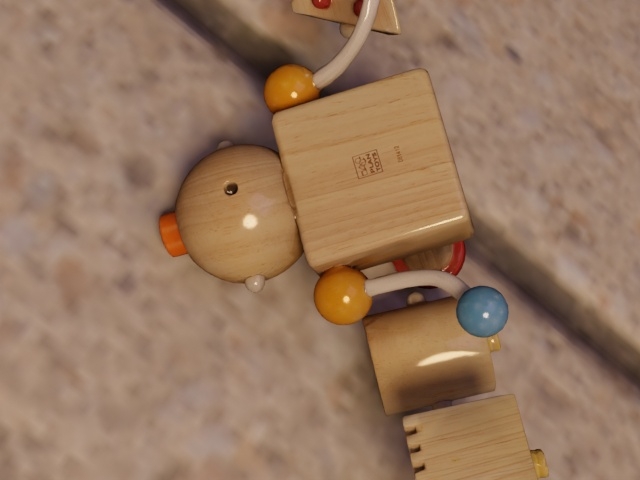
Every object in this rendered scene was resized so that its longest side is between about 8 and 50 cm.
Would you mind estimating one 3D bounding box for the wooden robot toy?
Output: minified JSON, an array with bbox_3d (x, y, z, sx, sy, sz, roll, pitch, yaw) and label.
[{"bbox_3d":[0.000,0.000,0.344,0.079,0.076,0.173,-14,73,1],"label":"wooden robot toy"}]
